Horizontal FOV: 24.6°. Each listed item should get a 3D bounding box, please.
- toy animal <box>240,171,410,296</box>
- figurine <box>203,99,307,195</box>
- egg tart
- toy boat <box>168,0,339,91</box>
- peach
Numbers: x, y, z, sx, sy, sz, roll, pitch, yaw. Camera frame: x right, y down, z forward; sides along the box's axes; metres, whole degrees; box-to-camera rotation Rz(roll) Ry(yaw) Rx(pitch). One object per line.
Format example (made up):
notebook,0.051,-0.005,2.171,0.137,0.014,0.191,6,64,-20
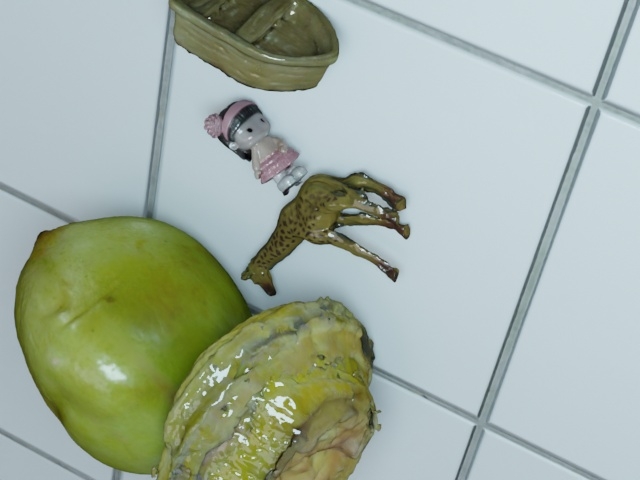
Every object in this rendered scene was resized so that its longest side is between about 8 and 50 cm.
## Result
toy animal,-0.005,-0.008,1.764,0.276,0.054,0.149,-11,117,36
figurine,-0.076,-0.107,1.722,0.129,0.072,0.054,50,155,-1
egg tart,-0.042,0.231,1.761,0.150,0.352,0.352,39,138,33
toy boat,-0.066,-0.225,1.605,0.188,0.116,0.061,30,137,14
peach,-0.229,0.124,1.842,0.315,0.281,0.314,46,168,19
